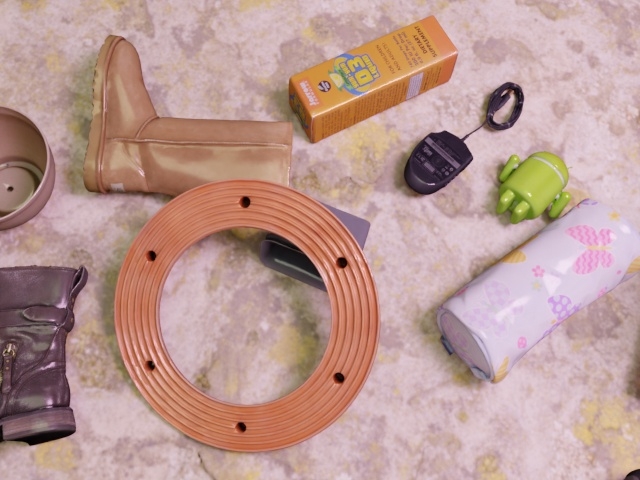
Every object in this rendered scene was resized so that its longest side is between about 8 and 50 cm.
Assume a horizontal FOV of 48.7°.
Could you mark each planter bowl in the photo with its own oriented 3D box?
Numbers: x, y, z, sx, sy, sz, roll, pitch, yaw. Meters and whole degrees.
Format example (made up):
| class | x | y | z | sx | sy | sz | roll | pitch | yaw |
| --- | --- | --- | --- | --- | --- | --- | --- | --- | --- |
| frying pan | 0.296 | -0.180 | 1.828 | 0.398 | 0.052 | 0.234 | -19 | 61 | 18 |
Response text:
| class | x | y | z | sx | sy | sz | roll | pitch | yaw |
| --- | --- | --- | --- | --- | --- | --- | --- | --- | --- |
| planter bowl | -0.418 | -0.081 | 0.921 | 0.162 | 0.109 | 0.162 | 0 | 73 | -2 |

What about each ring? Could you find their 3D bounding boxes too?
| class | x | y | z | sx | sy | sz | roll | pitch | yaw |
| --- | --- | --- | --- | --- | --- | --- | --- | --- | --- |
| ring | -0.092 | 0.092 | 0.871 | 0.337 | 0.032 | 0.336 | 0 | 92 | 10 |

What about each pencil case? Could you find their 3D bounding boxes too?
| class | x | y | z | sx | sy | sz | roll | pitch | yaw |
| --- | --- | --- | --- | --- | --- | --- | --- | --- | --- |
| pencil case | 0.282 | 0.063 | 0.903 | 0.273 | 0.113 | 0.124 | -35 | 88 | -12 |

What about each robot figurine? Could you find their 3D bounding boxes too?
| class | x | y | z | sx | sy | sz | roll | pitch | yaw |
| --- | --- | --- | --- | --- | --- | --- | --- | --- | --- |
| robot figurine | 0.292 | -0.075 | 0.969 | 0.101 | 0.067 | 0.115 | 40 | 75 | 22 |

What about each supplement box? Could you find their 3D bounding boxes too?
| class | x | y | z | sx | sy | sz | roll | pitch | yaw |
| --- | --- | --- | --- | --- | --- | --- | --- | --- | --- |
| supplement box | 0.073 | -0.229 | 1.003 | 0.233 | 0.080 | 0.078 | -27 | 74 | -8 |

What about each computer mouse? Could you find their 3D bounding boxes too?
| class | x | y | z | sx | sy | sz | roll | pitch | yaw |
| --- | --- | --- | --- | --- | --- | --- | --- | --- | --- |
| computer mouse | 0.207 | -0.145 | 1.008 | 0.242 | 0.041 | 0.071 | -39 | 77 | -19 |

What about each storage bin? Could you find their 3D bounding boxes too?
| class | x | y | z | sx | sy | sz | roll | pitch | yaw |
| --- | --- | --- | --- | --- | --- | --- | --- | --- | --- |
| storage bin | 0.000 | 0.000 | 0.926 | 0.135 | 0.098 | 0.091 | 21 | 63 | 4 |

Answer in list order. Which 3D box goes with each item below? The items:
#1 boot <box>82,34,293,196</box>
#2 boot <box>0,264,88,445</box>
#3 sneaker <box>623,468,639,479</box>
| class | x | y | z | sx | sy | sz | roll | pitch | yaw |
| --- | --- | --- | --- | --- | --- | --- | --- | --- | --- |
| boot | -0.171 | -0.157 | 0.971 | 0.270 | 0.089 | 0.236 | 4 | 82 | -2 |
| boot | -0.418 | 0.143 | 0.875 | 0.263 | 0.091 | 0.229 | -7 | 68 | -9 |
| sneaker | 0.504 | 0.302 | 0.860 | 0.283 | 0.107 | 0.124 | 16 | 58 | -1 |
